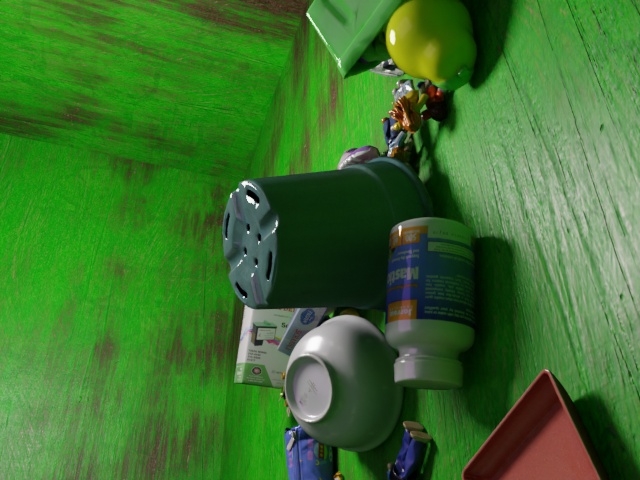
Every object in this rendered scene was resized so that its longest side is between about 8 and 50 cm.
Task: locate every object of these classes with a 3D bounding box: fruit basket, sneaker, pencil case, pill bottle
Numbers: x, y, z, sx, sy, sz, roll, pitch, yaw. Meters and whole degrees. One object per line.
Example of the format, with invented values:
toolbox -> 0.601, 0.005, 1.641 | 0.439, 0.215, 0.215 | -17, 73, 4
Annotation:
fruit basket -> 0.199, -0.470, 1.343 | 0.283, 0.392, 0.391 | -41, -24, -55
sneaker -> 0.186, -0.501, 1.625 | 0.235, 0.094, 0.152 | -161, 83, -74
pencil case -> -0.027, 0.599, 1.599 | 0.119, 0.133, 0.306 | -28, 45, 27
sneaker -> 0.097, -0.213, 1.770 | 0.236, 0.095, 0.104 | 135, 150, -66
pill bottle -> 0.187, 0.111, 1.111 | 0.152, 0.153, 0.271 | 135, 143, -64

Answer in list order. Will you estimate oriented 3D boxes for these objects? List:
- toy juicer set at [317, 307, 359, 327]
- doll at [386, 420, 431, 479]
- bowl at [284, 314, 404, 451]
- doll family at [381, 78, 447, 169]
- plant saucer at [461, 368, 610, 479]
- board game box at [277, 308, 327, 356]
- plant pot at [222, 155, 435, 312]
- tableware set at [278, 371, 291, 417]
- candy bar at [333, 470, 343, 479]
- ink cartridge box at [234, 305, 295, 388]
toy juicer set -> 0.027, 0.236, 1.694 | 0.329, 0.090, 0.209 | -104, 28, -51
doll -> 0.156, 0.439, 1.204 | 0.129, 0.046, 0.188 | -134, 56, -72
bowl -> 0.019, 0.305, 1.376 | 0.298, 0.134, 0.297 | -6, 82, 44
doll family -> 0.179, -0.245, 1.430 | 0.163, 0.119, 0.263 | -95, 22, -44
plant saucer -> 0.283, 0.341, 0.815 | 0.258, 0.048, 0.259 | -99, 25, -50
board game box -> 0.008, 0.106, 1.723 | 0.318, 0.066, 0.318 | -62, 2, 47
plant pot -> 0.000, 0.000, 1.332 | 0.341, 0.334, 0.340 | 13, 105, 58
tableware set -> -0.100, 0.438, 1.905 | 0.154, 0.024, 0.103 | -115, 38, -70
candy bar -> 0.045, 0.628, 1.529 | 0.040, 0.018, 0.161 | 119, 155, -49
ink cartridge box -> -0.148, 0.326, 2.066 | 0.117, 0.202, 0.278 | 146, 133, -68
